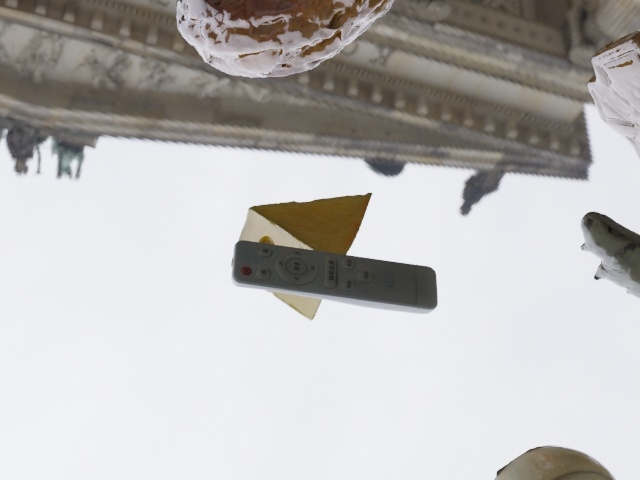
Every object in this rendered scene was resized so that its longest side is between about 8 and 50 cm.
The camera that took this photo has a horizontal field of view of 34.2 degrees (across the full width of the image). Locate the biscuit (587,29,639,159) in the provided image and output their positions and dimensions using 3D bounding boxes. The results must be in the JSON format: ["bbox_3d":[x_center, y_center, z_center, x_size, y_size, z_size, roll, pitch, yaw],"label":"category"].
[{"bbox_3d":[0.340,-0.116,1.017,0.182,0.215,0.034,36,-100,15],"label":"biscuit"}]

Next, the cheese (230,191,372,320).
[{"bbox_3d":[0.000,0.000,1.249,0.126,0.093,0.171,33,-144,18],"label":"cheese"}]

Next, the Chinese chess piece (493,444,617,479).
[{"bbox_3d":[0.190,0.227,0.842,0.122,0.051,0.122,-5,-75,-19],"label":"Chinese chess piece"}]

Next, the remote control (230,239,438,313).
[{"bbox_3d":[0.012,0.035,0.920,0.184,0.027,0.049,9,-132,-8],"label":"remote control"}]

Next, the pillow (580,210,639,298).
[{"bbox_3d":[0.470,0.049,1.495,0.241,0.093,0.051,30,-150,5],"label":"pillow"}]

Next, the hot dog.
[{"bbox_3d":[0.013,-0.174,0.544,0.099,0.227,0.160,41,-150,-10],"label":"hot dog"}]
